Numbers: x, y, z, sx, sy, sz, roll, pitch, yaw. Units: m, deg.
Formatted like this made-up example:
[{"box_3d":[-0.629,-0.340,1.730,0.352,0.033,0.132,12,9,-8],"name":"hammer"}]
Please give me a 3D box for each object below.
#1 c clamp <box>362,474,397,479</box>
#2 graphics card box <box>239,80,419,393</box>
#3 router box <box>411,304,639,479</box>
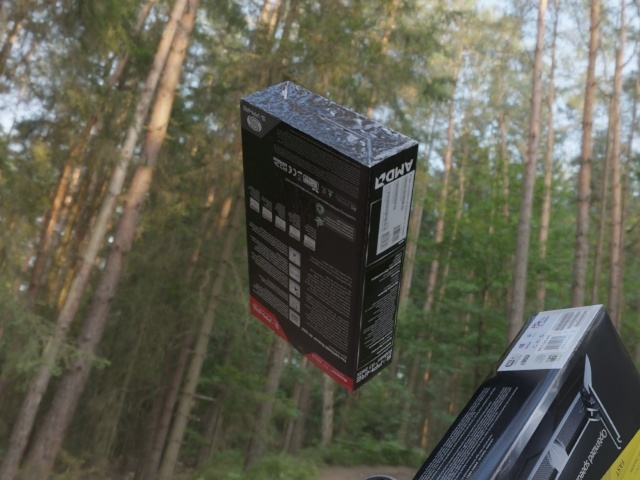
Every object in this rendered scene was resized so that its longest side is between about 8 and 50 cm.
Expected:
[{"box_3d":[0.038,0.313,0.669,0.137,0.161,0.022,39,-13,50],"name":"c clamp"},{"box_3d":[0.000,0.000,0.920,0.233,0.094,0.370,33,-42,36],"name":"graphics card box"},{"box_3d":[0.202,0.241,0.582,0.081,0.309,0.243,-17,-72,51],"name":"router box"}]
